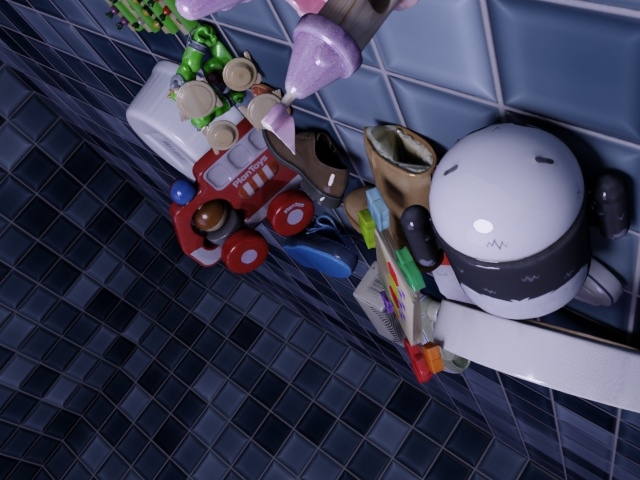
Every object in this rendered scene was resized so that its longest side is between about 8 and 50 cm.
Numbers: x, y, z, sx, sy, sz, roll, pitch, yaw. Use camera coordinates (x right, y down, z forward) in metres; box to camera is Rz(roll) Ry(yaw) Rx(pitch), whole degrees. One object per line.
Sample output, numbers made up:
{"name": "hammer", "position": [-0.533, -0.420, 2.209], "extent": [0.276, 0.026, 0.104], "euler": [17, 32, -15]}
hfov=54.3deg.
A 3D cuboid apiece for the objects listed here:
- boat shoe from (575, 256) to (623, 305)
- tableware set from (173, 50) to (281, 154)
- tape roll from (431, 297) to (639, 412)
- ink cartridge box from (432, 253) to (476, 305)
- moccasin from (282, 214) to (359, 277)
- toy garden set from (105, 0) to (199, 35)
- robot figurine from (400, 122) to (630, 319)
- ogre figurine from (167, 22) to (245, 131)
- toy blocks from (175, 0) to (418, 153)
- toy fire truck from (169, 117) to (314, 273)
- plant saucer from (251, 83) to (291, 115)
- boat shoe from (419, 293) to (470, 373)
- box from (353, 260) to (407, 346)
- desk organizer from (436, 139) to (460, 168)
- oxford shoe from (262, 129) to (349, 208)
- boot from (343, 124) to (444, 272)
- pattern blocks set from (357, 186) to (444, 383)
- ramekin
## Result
{"name": "boat shoe", "position": [0.297, 0.036, 0.915], "extent": [0.267, 0.088, 0.096], "euler": [32, 166, 21]}
{"name": "tableware set", "position": [-0.148, -0.224, 1.031], "extent": [0.141, 0.168, 0.020], "euler": [61, -179, -37]}
{"name": "tape roll", "position": [0.361, 0.167, 0.919], "extent": [0.391, 0.072, 0.392], "euler": [14, 179, 0]}
{"name": "ink cartridge box", "position": [0.269, 0.069, 1.182], "extent": [0.232, 0.066, 0.189], "euler": [36, 168, -16]}
{"name": "moccasin", "position": [0.000, 0.000, 1.500], "extent": [0.137, 0.117, 0.342], "euler": [43, 169, -24]}
{"name": "toy garden set", "position": [-0.337, -0.422, 1.043], "extent": [0.244, 0.049, 0.204], "euler": [23, 161, 46]}
{"name": "robot figurine", "position": [0.229, -0.016, 0.744], "extent": [0.173, 0.209, 0.278], "euler": [47, 177, 39]}
{"name": "ogre figurine", "position": [-0.196, -0.267, 1.068], "extent": [0.096, 0.118, 0.197], "euler": [36, 166, 0]}
{"name": "toy blocks", "position": [-0.011, -0.241, 0.376], "extent": [0.308, 0.260, 0.288], "euler": [20, 159, 50]}
{"name": "toy fire truck", "position": [-0.176, -0.090, 1.265], "extent": [0.169, 0.302, 0.254], "euler": [52, -177, 40]}
{"name": "plant saucer", "position": [-0.084, -0.244, 1.089], "extent": [0.083, 0.013, 0.083], "euler": [34, 166, 10]}
{"name": "boat shoe", "position": [0.315, 0.250, 1.574], "extent": [0.094, 0.109, 0.302], "euler": [17, 154, 50]}
{"name": "box", "position": [0.183, 0.172, 1.629], "extent": [0.094, 0.113, 0.275], "euler": [27, 165, 31]}
{"name": "desk organizer", "position": [0.203, -0.075, 0.856], "extent": [0.047, 0.050, 0.130], "euler": [28, 164, 33]}
{"name": "oxford shoe", "position": [-0.020, -0.161, 1.099], "extent": [0.082, 0.096, 0.227], "euler": [-11, -134, -45]}
{"name": "boot", "position": [0.107, -0.089, 1.003], "extent": [0.236, 0.089, 0.270], "euler": [36, 162, 32]}
{"name": "pattern blocks set", "position": [0.123, 0.073, 0.961], "extent": [0.325, 0.026, 0.286], "euler": [78, 170, -67]}
{"name": "ramekin", "position": [-0.283, -0.239, 1.347], "extent": [0.277, 0.135, 0.277], "euler": [35, 167, 9]}
